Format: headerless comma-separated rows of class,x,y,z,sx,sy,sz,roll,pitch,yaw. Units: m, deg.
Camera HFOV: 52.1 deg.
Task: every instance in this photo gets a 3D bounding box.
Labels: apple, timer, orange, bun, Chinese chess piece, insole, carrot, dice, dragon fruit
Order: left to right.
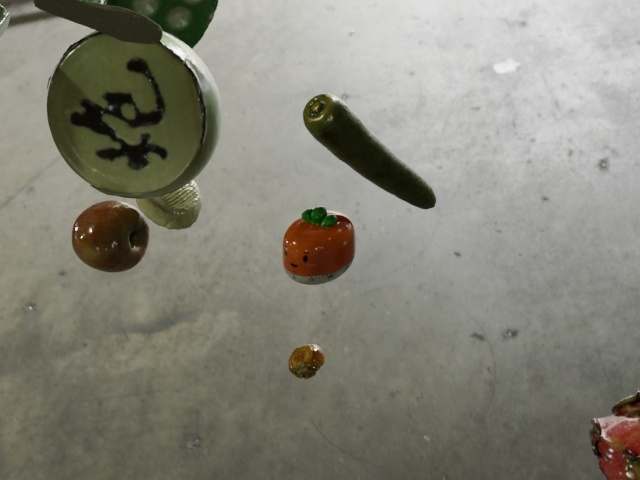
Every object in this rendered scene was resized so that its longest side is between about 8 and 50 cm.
insole,-0.336,-0.339,0.996,0.192,0.063,0.010,15,59,-15
apple,-0.545,-0.011,1.697,0.174,0.188,0.188,4,53,16
Chinese chess piece,-0.377,-0.258,1.333,0.349,0.349,0.146,-10,13,7
dice,-0.460,-0.689,1.767,0.297,0.287,0.300,-53,46,24
bun,-0.392,-0.105,1.682,0.188,0.111,0.164,34,43,2
orange,-0.028,0.266,1.440,0.086,0.062,0.086,-27,41,26
timer,0.000,0.000,1.032,0.099,0.136,0.136,33,66,26
carrot,0.098,-0.132,1.104,0.074,0.358,0.074,-20,56,32
dragon fruit,0.685,0.409,1.184,0.263,0.314,0.296,-35,49,32

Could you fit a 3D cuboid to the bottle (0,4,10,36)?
bottle,-0.711,-0.358,1.223,0.229,0.229,0.352,20,92,28
